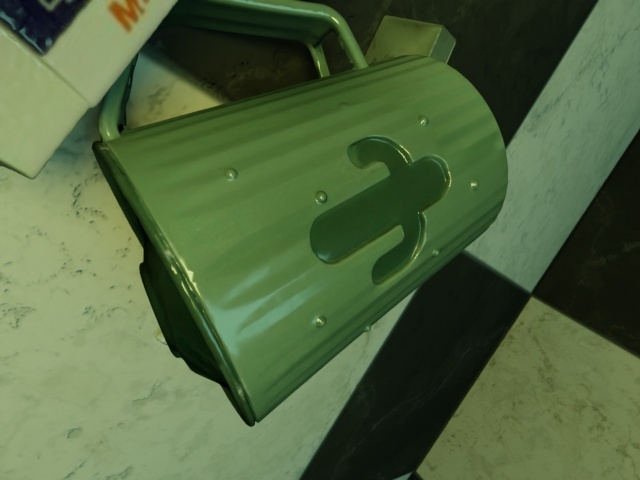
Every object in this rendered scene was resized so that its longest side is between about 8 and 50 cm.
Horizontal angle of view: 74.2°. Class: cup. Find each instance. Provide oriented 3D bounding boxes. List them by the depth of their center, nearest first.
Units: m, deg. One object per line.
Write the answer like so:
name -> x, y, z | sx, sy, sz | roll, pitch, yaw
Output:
cup -> -0.023, -0.061, 0.466 | 0.392, 0.310, 0.401 | -30, 133, -22

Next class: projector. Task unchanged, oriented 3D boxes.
projector -> 0.119, -0.247, 0.637 | 0.061, 0.115, 0.147 | 10, 110, -46

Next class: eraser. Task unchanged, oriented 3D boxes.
eraser -> -0.180, -0.194, 0.295 | 0.288, 0.086, 0.130 | -61, 144, -13

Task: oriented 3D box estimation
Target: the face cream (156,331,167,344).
face cream -> -0.204, 0.110, 0.650 | 0.115, 0.020, 0.038 | -49, 140, -10
